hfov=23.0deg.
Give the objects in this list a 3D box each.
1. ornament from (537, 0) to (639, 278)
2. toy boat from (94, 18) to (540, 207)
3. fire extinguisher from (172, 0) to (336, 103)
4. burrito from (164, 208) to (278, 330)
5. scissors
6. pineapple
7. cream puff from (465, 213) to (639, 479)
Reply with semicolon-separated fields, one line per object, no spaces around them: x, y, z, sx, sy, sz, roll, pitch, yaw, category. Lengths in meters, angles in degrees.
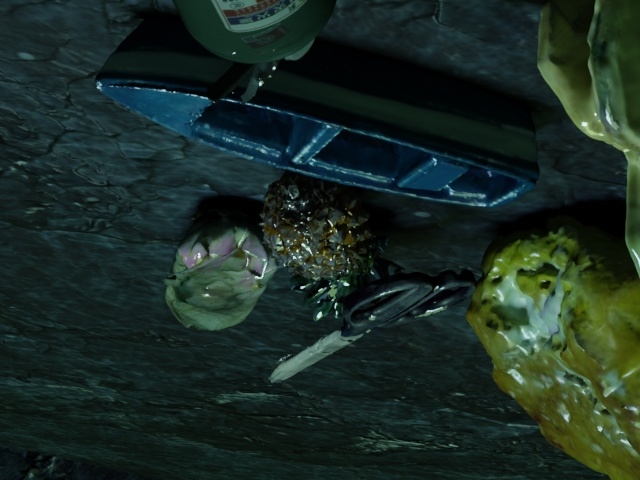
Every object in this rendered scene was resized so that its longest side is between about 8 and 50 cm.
0.211;-0.067;0.859;0.059;0.201;0.180;-12;-163;48;ornament
0.000;-0.086;1.032;0.299;0.062;0.096;13;163;-17;toy boat
-0.041;-0.154;0.784;0.093;0.118;0.294;41;173;20;fire extinguisher
-0.095;0.031;1.457;0.096;0.066;0.309;8;166;-5;burrito
0.025;0.079;1.360;0.109;0.022;0.300;-1;162;-30;scissors
0.000;0.001;1.275;0.103;0.083;0.221;-12;159;10;pineapple
0.255;0.075;1.278;0.282;0.185;0.282;47;165;16;cream puff
